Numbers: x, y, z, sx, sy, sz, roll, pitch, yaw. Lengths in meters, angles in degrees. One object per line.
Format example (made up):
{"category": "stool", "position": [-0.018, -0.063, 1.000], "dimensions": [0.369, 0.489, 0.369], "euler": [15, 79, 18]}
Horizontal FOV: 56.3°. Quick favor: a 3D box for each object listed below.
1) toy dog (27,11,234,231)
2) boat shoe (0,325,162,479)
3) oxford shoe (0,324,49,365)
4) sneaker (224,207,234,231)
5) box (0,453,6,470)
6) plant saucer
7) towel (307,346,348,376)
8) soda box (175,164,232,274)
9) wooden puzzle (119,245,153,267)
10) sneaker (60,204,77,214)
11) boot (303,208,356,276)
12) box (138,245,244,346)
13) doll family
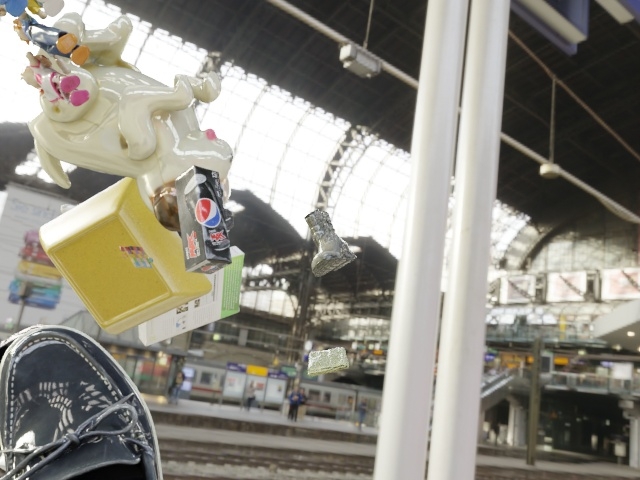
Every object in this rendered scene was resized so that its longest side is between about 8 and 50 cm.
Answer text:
{"category": "toy dog", "position": [-0.357, -0.194, 1.185], "dimensions": [0.408, 0.395, 0.284], "euler": [38, 11, -4]}
{"category": "boat shoe", "position": [-0.283, 0.284, 0.718], "dimensions": [0.187, 0.500, 0.156], "euler": [-19, -38, -20]}
{"category": "oxford shoe", "position": [-0.829, 0.332, 1.477], "dimensions": [0.130, 0.364, 0.133], "euler": [50, -19, -3]}
{"category": "sneaker", "position": [-0.413, -0.065, 1.890], "dimensions": [0.271, 0.100, 0.108], "euler": [11, -16, -39]}
{"category": "box", "position": [-0.539, 0.438, 1.226], "dimensions": [0.091, 0.130, 0.170], "euler": [-9, -47, 30]}
{"category": "plant saucer", "position": [-0.481, 0.060, 1.418], "dimensions": [0.333, 0.333, 0.081], "euler": [-25, 15, 21]}
{"category": "towel", "position": [0.019, 0.318, 1.583], "dimensions": [0.110, 0.027, 0.148], "euler": [-12, 6, 2]}
{"category": "soda box", "position": [-0.192, -0.033, 0.976], "dimensions": [0.060, 0.169, 0.053], "euler": [-27, -24, 36]}
{"category": "wooden puzzle", "position": [-0.354, 0.032, 1.162], "dimensions": [0.006, 0.049, 0.083], "euler": [-39, -16, 14]}
{"category": "sneaker", "position": [-0.700, -0.046, 1.727], "dimensions": [0.054, 0.061, 0.152], "euler": [-6, -36, 10]}
{"category": "boot", "position": [0.000, 0.000, 1.514], "dimensions": [0.083, 0.161, 0.246], "euler": [-34, -7, 15]}
{"category": "box", "position": [-0.380, 0.160, 1.768], "dimensions": [0.322, 0.232, 0.058], "euler": [-16, 40, -36]}
{"category": "doll family", "position": [-0.441, -0.335, 0.921], "dimensions": [0.163, 0.118, 0.263], "euler": [25, -26, 28]}
